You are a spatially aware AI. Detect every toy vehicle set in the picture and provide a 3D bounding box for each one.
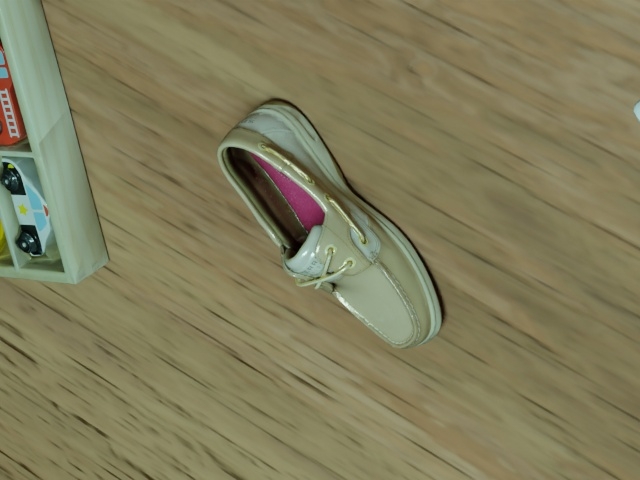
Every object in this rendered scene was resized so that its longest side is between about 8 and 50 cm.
[{"bbox_3d":[-0.241,-0.104,1.213,0.166,0.035,0.267,3,116,37],"label":"toy vehicle set"}]

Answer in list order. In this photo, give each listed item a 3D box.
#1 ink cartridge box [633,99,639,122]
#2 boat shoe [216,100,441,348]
[{"bbox_3d":[0.297,-0.060,0.761,0.197,0.114,0.273,53,135,1],"label":"ink cartridge box"},{"bbox_3d":[0.000,0.000,1.066,0.170,0.059,0.063,51,134,4],"label":"boat shoe"}]
